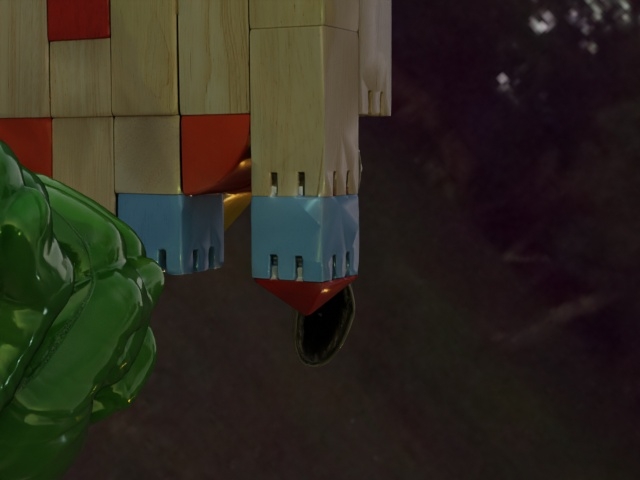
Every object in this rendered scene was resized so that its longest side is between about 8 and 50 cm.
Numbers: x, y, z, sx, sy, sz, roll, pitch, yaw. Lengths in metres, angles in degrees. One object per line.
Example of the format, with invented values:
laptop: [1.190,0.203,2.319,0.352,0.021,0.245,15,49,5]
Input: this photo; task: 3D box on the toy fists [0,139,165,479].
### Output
toy fists: [-0.126,0.033,0.382,0.096,0.142,0.279,21,-8,13]

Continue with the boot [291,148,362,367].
boot: [0.002,-0.001,1.152,0.076,0.189,0.208,7,19,0]

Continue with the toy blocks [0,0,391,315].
toy blocks: [-0.105,-0.092,0.746,0.382,0.260,0.191,3,5,27]
